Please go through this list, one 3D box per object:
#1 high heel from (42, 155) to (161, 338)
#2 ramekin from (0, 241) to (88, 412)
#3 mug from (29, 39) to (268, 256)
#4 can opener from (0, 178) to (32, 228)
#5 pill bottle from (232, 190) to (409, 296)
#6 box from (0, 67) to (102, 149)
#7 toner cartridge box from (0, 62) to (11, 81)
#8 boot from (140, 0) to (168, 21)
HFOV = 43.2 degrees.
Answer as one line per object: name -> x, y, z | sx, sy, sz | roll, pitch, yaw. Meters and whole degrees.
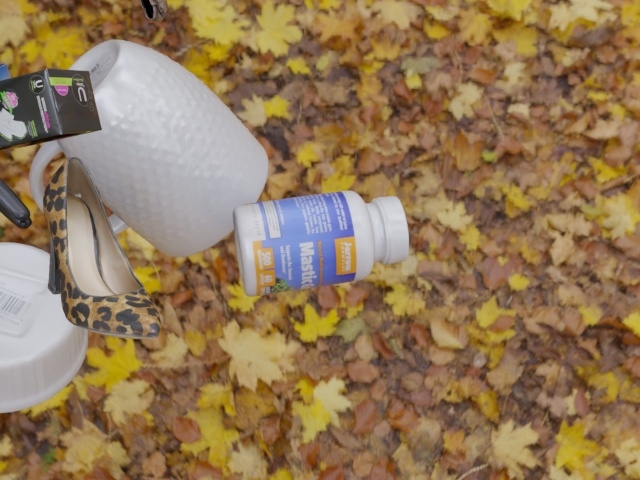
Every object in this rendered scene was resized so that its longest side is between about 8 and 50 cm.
high heel -> -0.269, 0.007, 0.992 | 0.093, 0.186, 0.261 | -7, 21, -43
ramekin -> -0.533, 0.136, 1.358 | 0.277, 0.135, 0.277 | 9, 51, -11
mug -> -0.333, -0.146, 1.415 | 0.374, 0.328, 0.276 | -35, 39, 11
can opener -> -0.478, -0.089, 1.155 | 0.073, 0.059, 0.186 | -41, 74, -18
pill bottle -> 0.000, 0.000, 1.323 | 0.271, 0.152, 0.152 | -8, 59, -9
box -> -0.230, -0.104, 0.645 | 0.083, 0.062, 0.052 | -8, 98, 18
toner cartridge box -> -0.641, -0.191, 1.258 | 0.165, 0.075, 0.348 | -6, 23, 16
boot -> -0.348, -0.508, 1.657 | 0.042, 0.119, 0.087 | -16, 19, 19
